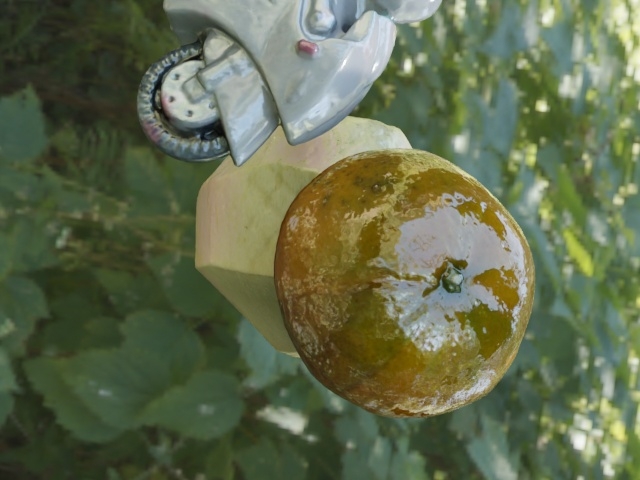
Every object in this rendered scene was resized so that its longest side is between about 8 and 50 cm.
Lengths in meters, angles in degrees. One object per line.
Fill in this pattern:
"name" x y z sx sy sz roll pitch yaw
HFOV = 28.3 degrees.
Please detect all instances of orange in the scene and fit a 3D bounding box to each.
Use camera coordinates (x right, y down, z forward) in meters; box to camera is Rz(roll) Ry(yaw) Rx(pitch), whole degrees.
"orange" 0.075 0.036 1.096 0.171 0.240 0.240 159 -57 -71

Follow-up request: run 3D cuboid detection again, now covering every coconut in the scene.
"coconut" 0.000 0.000 1.314 0.259 0.259 0.259 8 90 -75

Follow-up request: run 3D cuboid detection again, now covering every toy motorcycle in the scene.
"toy motorcycle" -0.010 -0.161 0.760 0.110 0.171 0.260 79 23 -75
